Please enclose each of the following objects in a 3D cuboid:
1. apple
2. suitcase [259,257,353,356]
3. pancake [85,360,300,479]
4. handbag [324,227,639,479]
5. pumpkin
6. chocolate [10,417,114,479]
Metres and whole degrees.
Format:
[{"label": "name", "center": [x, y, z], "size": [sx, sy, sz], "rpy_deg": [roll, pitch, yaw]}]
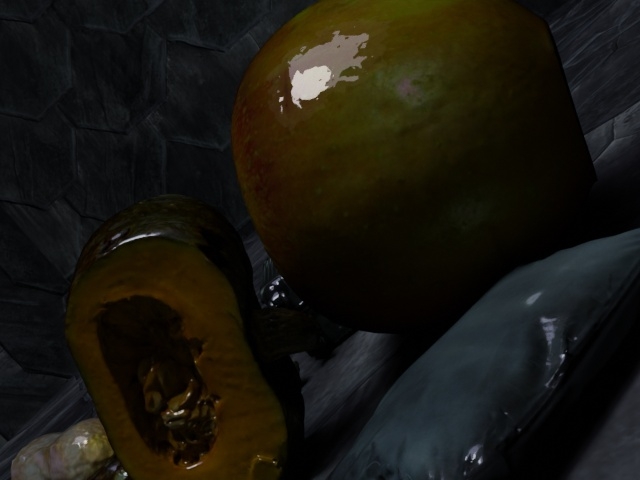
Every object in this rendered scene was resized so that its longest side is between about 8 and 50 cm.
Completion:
[{"label": "apple", "center": [0.099, -0.090, 0.935], "size": [0.374, 0.374, 0.384], "rpy_deg": [-38, -20, 7]}, {"label": "suitcase", "center": [0.018, 0.040, 1.280], "size": [0.202, 0.128, 0.312], "rpy_deg": [-39, 8, 3]}, {"label": "pancake", "center": [-0.191, 0.295, 1.142], "size": [0.427, 0.067, 0.305], "rpy_deg": [-39, 16, -7]}, {"label": "handbag", "center": [0.137, 0.099, 0.678], "size": [0.332, 0.075, 0.191], "rpy_deg": [-40, 10, -33]}, {"label": "pumpkin", "center": [-0.112, 0.107, 0.892], "size": [0.222, 0.317, 0.139], "rpy_deg": [-17, 7, 10]}, {"label": "chocolate", "center": [-0.388, 0.350, 1.388], "size": [0.309, 0.134, 0.134], "rpy_deg": [-30, 13, 49]}]
